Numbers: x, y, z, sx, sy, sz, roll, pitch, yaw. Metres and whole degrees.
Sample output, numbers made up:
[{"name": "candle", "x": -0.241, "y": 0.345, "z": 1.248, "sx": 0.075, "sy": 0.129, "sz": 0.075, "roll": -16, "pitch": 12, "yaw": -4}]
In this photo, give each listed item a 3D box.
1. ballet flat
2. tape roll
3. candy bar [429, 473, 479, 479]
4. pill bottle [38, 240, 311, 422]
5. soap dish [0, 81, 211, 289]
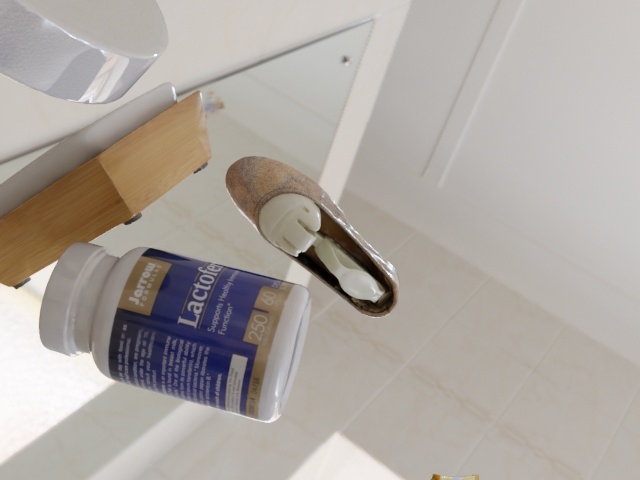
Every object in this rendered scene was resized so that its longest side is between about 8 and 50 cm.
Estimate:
[{"name": "ballet flat", "x": 0.000, "y": 0.000, "z": 1.240, "sx": 0.316, "sy": 0.106, "sz": 0.107, "roll": 37, "pitch": -73, "yaw": -20}, {"name": "tape roll", "x": -0.314, "y": -0.292, "z": 0.840, "sx": 0.072, "sy": 0.392, "sz": 0.392, "roll": -43, "pitch": -95, "yaw": 19}, {"name": "candy bar", "x": 0.199, "y": 0.361, "z": 1.302, "sx": 0.018, "sy": 0.161, "sz": 0.040, "roll": -12, "pitch": -109, "yaw": 30}, {"name": "pill bottle", "x": -0.154, "y": 0.092, "z": 0.964, "sx": 0.265, "sy": 0.153, "sz": 0.153, "roll": 14, "pitch": -58, "yaw": 5}, {"name": "soap dish", "x": -0.289, "y": -0.066, "z": 1.104, "sx": 0.291, "sy": 0.229, "sz": 0.118, "roll": -25, "pitch": -76, "yaw": 32}]
